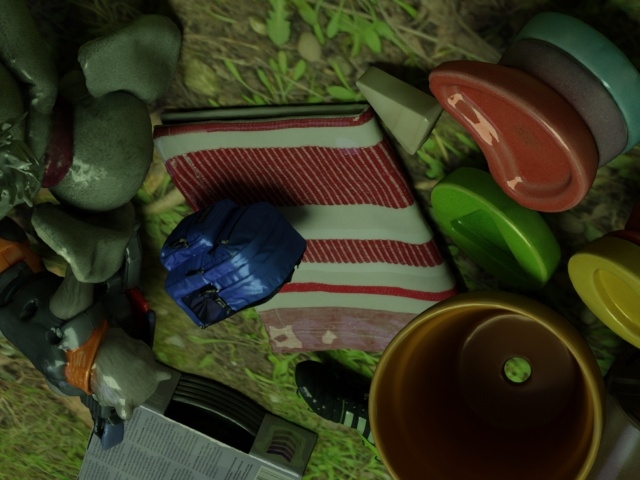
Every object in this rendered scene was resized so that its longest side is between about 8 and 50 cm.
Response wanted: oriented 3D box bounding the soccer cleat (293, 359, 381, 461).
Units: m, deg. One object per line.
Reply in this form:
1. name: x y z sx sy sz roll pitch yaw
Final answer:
1. soccer cleat: 0.045 0.175 1.871 0.072 0.060 0.179 -26 129 35

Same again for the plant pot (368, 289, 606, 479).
1. plant pot: 0.165 0.136 1.607 0.205 0.188 0.205 3 100 15

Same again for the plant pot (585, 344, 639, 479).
1. plant pot: 0.311 0.192 1.660 0.167 0.167 0.165 20 137 5

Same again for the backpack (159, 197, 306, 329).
1. backpack: -0.082 0.016 1.640 0.120 0.098 0.101 -20 121 41

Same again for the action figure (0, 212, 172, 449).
1. action figure: -0.297 0.103 1.843 0.330 0.178 0.341 25 132 29

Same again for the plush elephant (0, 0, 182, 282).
1. plush elephant: -0.261 -0.107 1.552 0.255 0.272 0.330 9 -160 -46

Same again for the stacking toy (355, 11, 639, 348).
1. stacking toy: 0.201 -0.071 1.470 0.279 0.130 0.309 21 151 53

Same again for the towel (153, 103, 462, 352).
1. towel: 0.000 0.000 1.687 0.237 0.037 0.329 -1 137 29

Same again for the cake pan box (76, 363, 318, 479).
1. cake pan box: -0.150 0.257 2.069 0.245 0.070 0.267 22 144 -1
